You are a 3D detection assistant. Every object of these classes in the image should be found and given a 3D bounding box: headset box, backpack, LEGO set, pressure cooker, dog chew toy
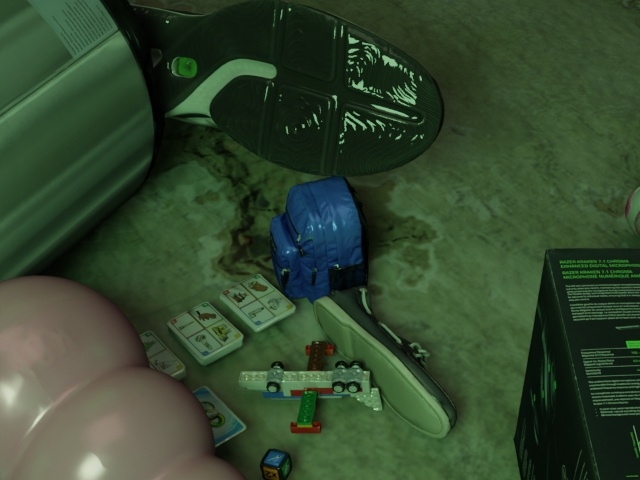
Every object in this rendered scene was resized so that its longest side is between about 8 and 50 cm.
[{"bbox_3d":[0.243,0.174,0.941,0.131,0.246,0.283,-1,41,-1],"label":"headset box"},{"bbox_3d":[0.000,0.000,1.224,0.101,0.120,0.098,-13,44,-15],"label":"backpack"},{"bbox_3d":[-0.066,0.141,1.137,0.182,0.060,0.244,-28,40,-24],"label":"LEGO set"},{"bbox_3d":[-0.404,-0.092,1.134,0.370,0.375,0.420,23,46,19],"label":"pressure cooker"},{"bbox_3d":[-0.184,0.176,0.977,0.332,0.206,0.206,36,52,24],"label":"dog chew toy"}]

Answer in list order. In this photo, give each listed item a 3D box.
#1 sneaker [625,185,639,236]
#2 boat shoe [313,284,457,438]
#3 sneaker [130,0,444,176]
[{"bbox_3d":[0.445,-0.002,1.245,0.252,0.103,0.111,12,42,14],"label":"sneaker"},{"bbox_3d":[0.073,0.107,1.141,0.065,0.075,0.206,-26,44,-23],"label":"boat shoe"},{"bbox_3d":[-0.046,-0.192,1.333,0.447,0.169,0.257,14,16,22],"label":"sneaker"}]
